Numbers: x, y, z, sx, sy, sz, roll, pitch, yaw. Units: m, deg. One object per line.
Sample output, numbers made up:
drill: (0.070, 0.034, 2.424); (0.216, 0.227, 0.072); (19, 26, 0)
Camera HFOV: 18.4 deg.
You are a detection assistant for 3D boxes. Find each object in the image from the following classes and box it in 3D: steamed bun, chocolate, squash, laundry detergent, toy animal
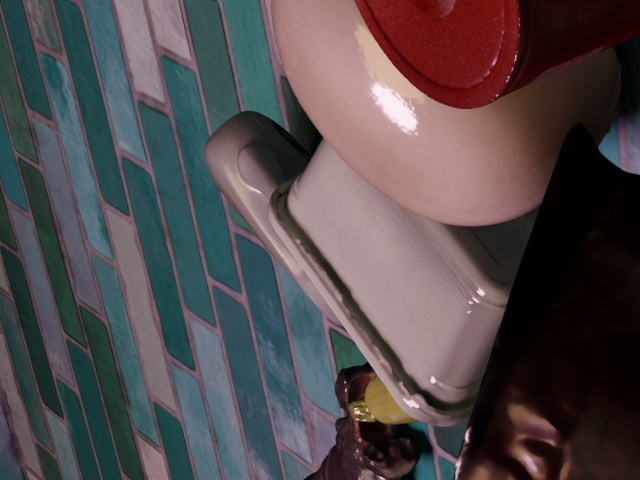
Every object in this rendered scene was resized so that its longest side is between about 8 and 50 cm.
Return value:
steamed bun: (0.089, -0.153, 1.675); (0.324, 0.206, 0.324); (46, 168, 13)
chocolate: (0.287, 0.139, 1.503); (0.331, 0.383, 0.383); (16, 137, 10)
squash: (0.091, 0.163, 2.146); (0.224, 0.094, 0.094); (-30, 86, 59)
laundry detergent: (0.000, 0.000, 2.118); (0.280, 0.105, 0.215); (51, 180, 35)
toy animal: (0.049, 0.293, 2.357); (0.168, 0.106, 0.343); (59, 149, 29)

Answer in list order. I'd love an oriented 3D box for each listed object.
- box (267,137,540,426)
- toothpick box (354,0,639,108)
box: (0.108, -0.002, 1.916); (0.312, 0.175, 0.182); (54, 144, 23)
toothpick box: (0.198, -0.239, 1.325); (0.204, 0.333, 0.204); (44, 147, 39)
